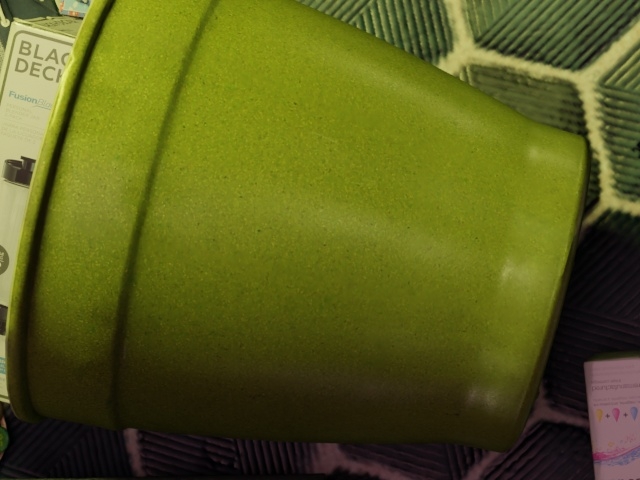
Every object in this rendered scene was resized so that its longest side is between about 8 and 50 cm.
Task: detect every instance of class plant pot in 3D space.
[{"bbox_3d":[0.000,0.000,1.201,0.353,0.366,0.366,15,95,3],"label":"plant pot"}]

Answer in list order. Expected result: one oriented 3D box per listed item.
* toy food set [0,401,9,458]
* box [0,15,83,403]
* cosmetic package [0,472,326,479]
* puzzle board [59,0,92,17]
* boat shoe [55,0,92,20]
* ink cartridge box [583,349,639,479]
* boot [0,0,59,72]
[{"bbox_3d":[-0.309,0.169,1.432,0.083,0.020,0.083,-11,88,15],"label":"toy food set"},{"bbox_3d":[-0.215,-0.029,1.311,0.087,0.169,0.290,15,98,4],"label":"box"},{"bbox_3d":[-0.132,0.381,1.319,0.284,0.097,0.377,-1,90,1],"label":"cosmetic package"},{"bbox_3d":[-0.162,-0.246,1.373,0.096,0.011,0.128,8,93,-8],"label":"puzzle board"},{"bbox_3d":[-0.216,-0.231,1.393,0.046,0.038,0.125,-29,95,-12],"label":"boat shoe"},{"bbox_3d":[0.254,0.155,1.238,0.092,0.090,0.143,-6,88,15],"label":"ink cartridge box"},{"bbox_3d":[-0.273,-0.212,1.377,0.086,0.069,0.190,-17,106,-19],"label":"boot"}]
